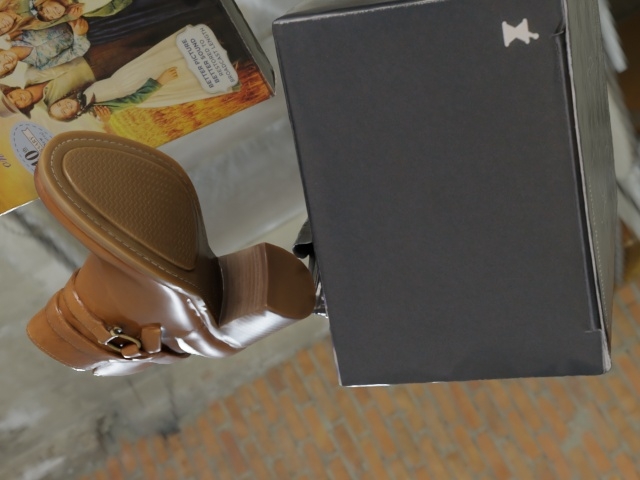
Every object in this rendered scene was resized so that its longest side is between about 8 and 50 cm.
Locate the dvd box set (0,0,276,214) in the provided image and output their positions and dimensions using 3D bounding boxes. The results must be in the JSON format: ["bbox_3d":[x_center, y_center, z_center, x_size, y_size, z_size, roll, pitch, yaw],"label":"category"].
[{"bbox_3d":[-0.303,-0.213,1.375,0.062,0.420,0.307,-92,-23,-54],"label":"dvd box set"}]

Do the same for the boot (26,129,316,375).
[{"bbox_3d":[-0.170,0.026,0.996,0.283,0.220,0.109,27,-129,-45],"label":"boot"}]

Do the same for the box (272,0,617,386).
[{"bbox_3d":[0.132,-0.093,1.040,0.395,0.212,0.293,-55,-42,-66],"label":"box"}]

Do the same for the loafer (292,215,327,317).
[{"bbox_3d":[0.000,0.000,1.666,0.076,0.078,0.223,111,155,-59],"label":"loafer"}]
